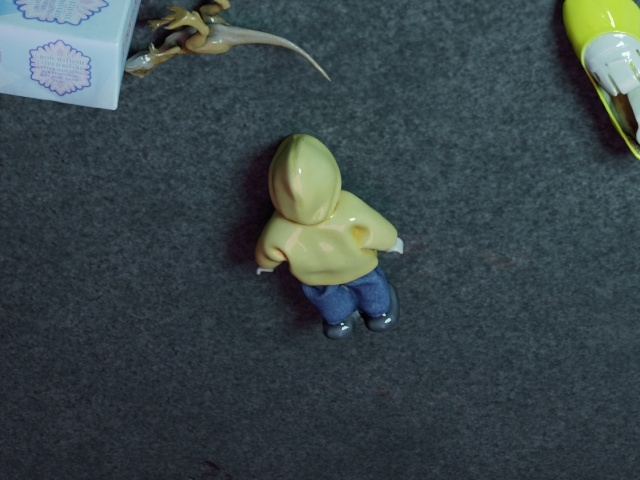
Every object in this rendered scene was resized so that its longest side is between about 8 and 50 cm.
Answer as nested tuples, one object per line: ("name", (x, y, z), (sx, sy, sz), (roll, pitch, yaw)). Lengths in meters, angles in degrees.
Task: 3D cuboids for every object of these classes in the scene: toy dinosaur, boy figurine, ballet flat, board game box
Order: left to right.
("board game box", (-0.297, -0.247, 0.883), (0.318, 0.318, 0.066), (8, 134, -7))
("toy dinosaur", (-0.102, -0.209, 1.108), (0.212, 0.064, 0.112), (-1, 154, 16))
("boy figurine", (0.000, 0.000, 1.279), (0.177, 0.092, 0.285), (-13, 132, 15))
("ballet flat", (0.314, -0.160, 1.117), (0.077, 0.077, 0.231), (-20, 131, 22))
